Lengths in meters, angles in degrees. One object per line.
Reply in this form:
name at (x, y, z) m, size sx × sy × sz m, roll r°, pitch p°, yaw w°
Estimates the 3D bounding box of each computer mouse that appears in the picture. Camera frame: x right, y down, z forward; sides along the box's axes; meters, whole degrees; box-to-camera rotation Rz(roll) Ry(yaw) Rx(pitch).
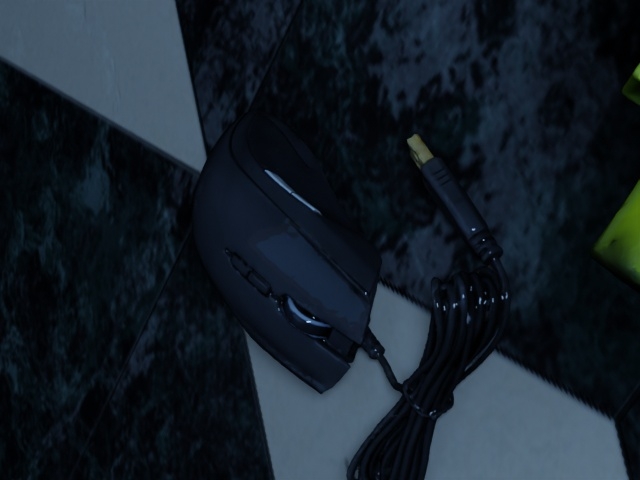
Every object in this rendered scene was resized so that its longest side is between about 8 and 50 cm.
computer mouse at (0.000, 0.000, 0.998) m, size 0.262 × 0.060 × 0.184 m, roll 59°, pitch 137°, yaw 34°

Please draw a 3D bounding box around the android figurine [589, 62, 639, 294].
android figurine at (0.210, -0.071, 0.572) m, size 0.273 × 0.248 × 0.056 m, roll -57°, pitch -5°, yaw -2°
